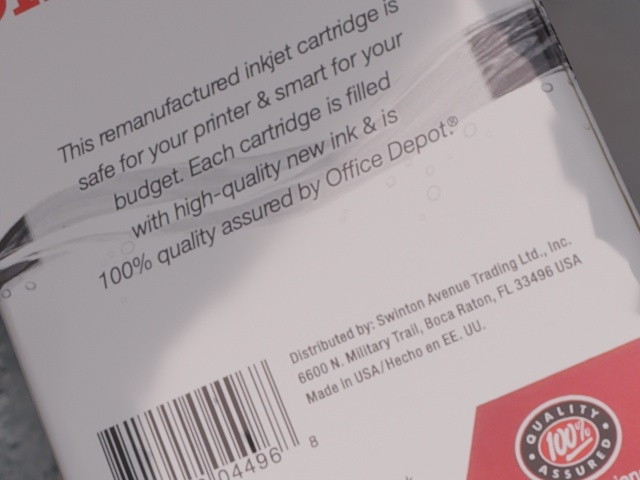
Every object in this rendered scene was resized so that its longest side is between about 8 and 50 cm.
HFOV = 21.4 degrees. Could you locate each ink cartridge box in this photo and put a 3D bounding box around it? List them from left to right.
[{"bbox_3d":[0.000,0.000,0.570,0.197,0.114,0.273,-24,79,7],"label":"ink cartridge box"}]
